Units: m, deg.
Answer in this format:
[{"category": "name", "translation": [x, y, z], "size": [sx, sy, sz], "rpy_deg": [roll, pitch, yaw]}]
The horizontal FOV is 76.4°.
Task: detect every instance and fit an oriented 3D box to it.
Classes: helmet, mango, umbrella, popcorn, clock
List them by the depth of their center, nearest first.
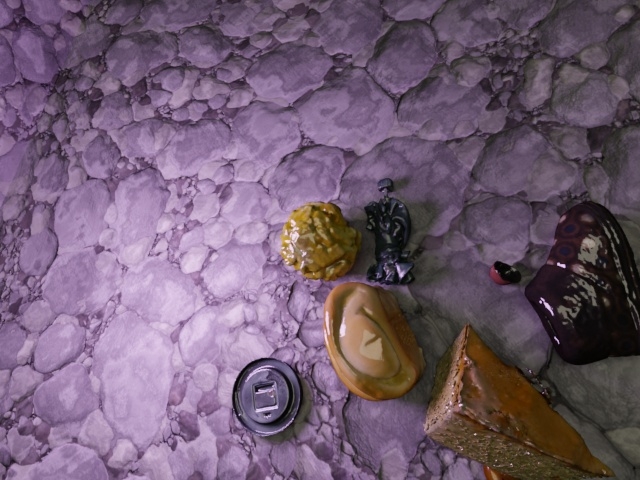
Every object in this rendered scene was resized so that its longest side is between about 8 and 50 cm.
[{"category": "mango", "translation": [0.434, 0.567, 0.965], "size": [0.080, 0.060, 0.114], "rpy_deg": [-12, 66, -5]}, {"category": "helmet", "translation": [0.498, 0.097, 1.112], "size": [0.084, 0.049, 0.065], "rpy_deg": [25, 45, -3]}, {"category": "clock", "translation": [-0.155, 0.453, 1.191], "size": [0.215, 0.042, 0.215], "rpy_deg": [-5, 70, 15]}, {"category": "popcorn", "translation": [-0.002, 0.005, 1.215], "size": [0.249, 0.225, 0.249], "rpy_deg": [0, 83, 2]}, {"category": "umbrella", "translation": [0.201, -0.033, 1.223], "size": [0.143, 0.094, 0.349], "rpy_deg": [-3, 69, 11]}]

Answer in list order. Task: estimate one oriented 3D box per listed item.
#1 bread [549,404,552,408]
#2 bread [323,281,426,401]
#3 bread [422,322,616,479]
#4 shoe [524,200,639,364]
[{"category": "bread", "translation": [0.511, 0.456, 0.956], "size": [0.077, 0.105, 0.152], "rpy_deg": [-8, 69, 21]}, {"category": "bread", "translation": [0.117, 0.271, 1.061], "size": [0.211, 0.270, 0.316], "rpy_deg": [-34, 71, 19]}, {"category": "bread", "translation": [0.423, 0.375, 0.936], "size": [0.315, 0.248, 0.279], "rpy_deg": [17, 45, 1]}, {"category": "shoe", "translation": [0.629, 0.104, 1.004], "size": [0.237, 0.171, 0.384], "rpy_deg": [-13, 76, 8]}]
